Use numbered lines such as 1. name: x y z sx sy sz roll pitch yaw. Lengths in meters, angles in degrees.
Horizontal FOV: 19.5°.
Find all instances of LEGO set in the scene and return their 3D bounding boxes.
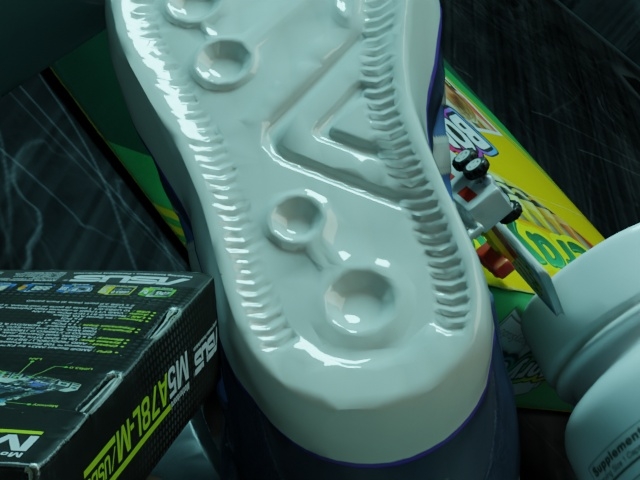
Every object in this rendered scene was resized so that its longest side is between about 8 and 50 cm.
1. LEGO set: 0.037 -0.046 0.929 0.182 0.060 0.244 49 -2 21

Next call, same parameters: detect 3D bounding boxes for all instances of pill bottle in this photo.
1. pill bottle: 0.232 0.133 1.011 0.160 0.160 0.283 13 44 -55

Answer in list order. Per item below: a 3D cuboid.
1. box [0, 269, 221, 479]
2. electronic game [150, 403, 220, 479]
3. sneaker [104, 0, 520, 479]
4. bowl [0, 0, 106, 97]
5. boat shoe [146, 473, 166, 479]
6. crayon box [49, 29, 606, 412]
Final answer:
1. box: -0.141 0.049 0.551 0.190 0.045 0.184 0 16 10
2. electronic game: 0.002 0.112 0.855 0.229 0.048 0.229 30 28 -18
3. sneaker: 0.001 0.000 0.767 0.236 0.130 0.323 81 -4 -55
4. bowl: -0.236 -0.147 0.798 0.311 0.163 0.311 36 19 -15
5. boat shoe: 0.013 0.198 0.610 0.335 0.112 0.095 45 0 -6
6. crayon box: 0.028 -0.042 1.171 0.313 0.106 0.363 50 21 27
